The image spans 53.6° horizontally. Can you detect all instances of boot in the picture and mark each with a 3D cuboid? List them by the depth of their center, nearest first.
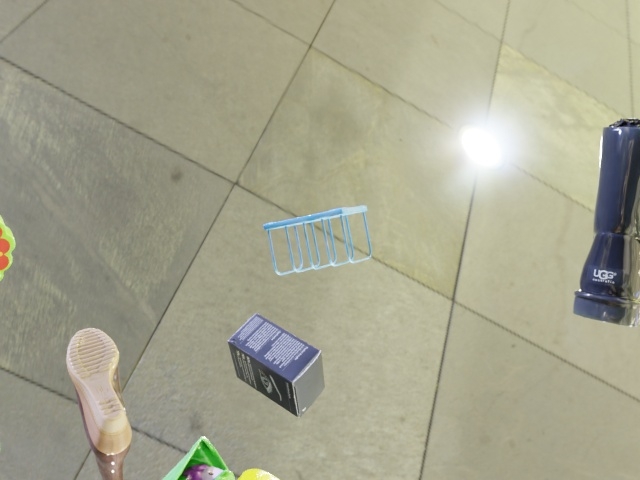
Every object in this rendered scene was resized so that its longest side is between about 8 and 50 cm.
[{"bbox_3d":[0.357,-0.016,0.685,0.246,0.094,0.207,6,95,-48],"label":"boot"},{"bbox_3d":[-0.405,0.307,1.151,0.090,0.207,0.248,-8,40,-28],"label":"boot"}]

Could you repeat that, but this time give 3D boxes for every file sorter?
[{"bbox_3d":[0.000,0.000,1.221,0.118,0.170,0.105,-13,92,-63],"label":"file sorter"}]

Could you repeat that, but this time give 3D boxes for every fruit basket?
[{"bbox_3d":[-0.229,0.637,1.529,0.392,0.392,0.283,-35,93,-39],"label":"fruit basket"}]

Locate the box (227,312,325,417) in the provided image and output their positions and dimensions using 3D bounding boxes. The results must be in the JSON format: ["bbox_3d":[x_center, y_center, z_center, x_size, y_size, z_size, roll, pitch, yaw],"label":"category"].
[{"bbox_3d":[-0.102,0.295,1.500,0.207,0.153,0.108,26,52,27],"label":"box"}]

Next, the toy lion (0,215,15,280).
[{"bbox_3d":[-0.253,-0.003,0.414,0.096,0.100,0.034,-7,35,-34],"label":"toy lion"}]
